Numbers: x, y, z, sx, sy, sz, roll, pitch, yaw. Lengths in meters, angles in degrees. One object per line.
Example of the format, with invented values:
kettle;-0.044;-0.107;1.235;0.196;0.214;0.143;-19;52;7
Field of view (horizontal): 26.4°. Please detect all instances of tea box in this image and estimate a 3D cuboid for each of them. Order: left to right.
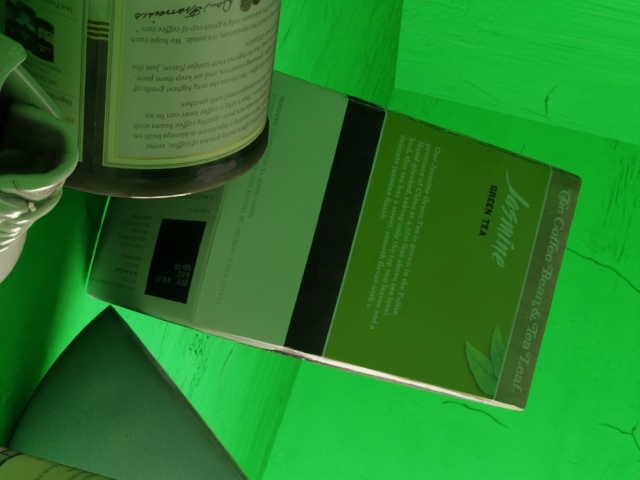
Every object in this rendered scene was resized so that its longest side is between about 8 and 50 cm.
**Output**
tea box;0.000;0.000;1.257;0.329;0.323;0.220;6;-100;65

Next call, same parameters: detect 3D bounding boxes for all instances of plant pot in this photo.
plant pot;-0.175;0.230;1.221;0.195;0.290;0.290;-38;165;-7

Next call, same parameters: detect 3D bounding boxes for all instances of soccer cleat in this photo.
soccer cleat;-0.207;-0.032;0.821;0.331;0.143;0.116;85;21;-68

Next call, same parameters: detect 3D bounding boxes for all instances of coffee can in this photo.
coffee can;-0.120;-0.196;0.926;0.201;0.201;0.275;-64;166;-56

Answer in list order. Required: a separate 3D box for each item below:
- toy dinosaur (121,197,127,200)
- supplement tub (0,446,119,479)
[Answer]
toy dinosaur;-0.203;-0.075;1.157;0.112;0.064;0.211;-54;174;20
supplement tub;-0.180;0.259;0.865;0.235;0.324;0.235;14;90;-82
